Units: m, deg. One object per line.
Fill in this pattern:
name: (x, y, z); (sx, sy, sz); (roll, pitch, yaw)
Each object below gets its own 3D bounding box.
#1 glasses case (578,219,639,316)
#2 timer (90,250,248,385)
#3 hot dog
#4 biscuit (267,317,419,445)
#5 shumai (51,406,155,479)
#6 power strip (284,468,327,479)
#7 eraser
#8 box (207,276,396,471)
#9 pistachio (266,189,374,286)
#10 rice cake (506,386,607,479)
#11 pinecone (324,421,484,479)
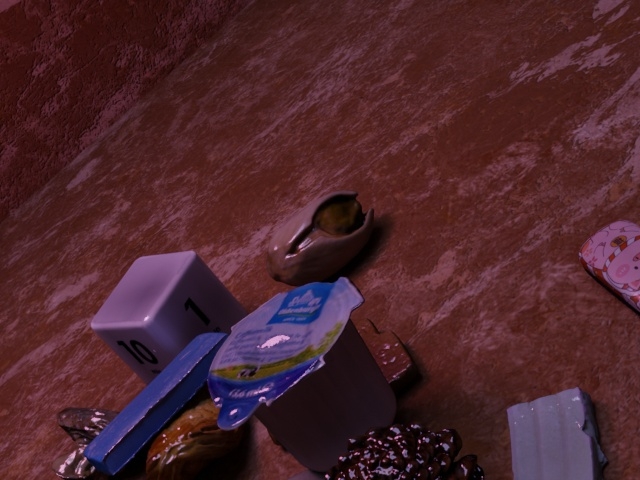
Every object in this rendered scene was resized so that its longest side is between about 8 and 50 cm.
glasses case: (0.467, 0.049, 1.517); (0.103, 0.067, 0.267); (-40, 28, 0)
timer: (-0.294, 0.156, 2.081); (0.192, 0.195, 0.194); (-6, 42, 43)
hot dog: (-0.216, 0.344, 1.808); (0.175, 0.114, 0.259); (-34, 15, 10)
biscuit: (0.036, 0.229, 1.765); (0.301, 0.043, 0.278); (-4, 44, 41)
shumai: (-0.406, 0.384, 1.958); (0.209, 0.161, 0.153); (5, 69, 22)
power strip: (0.013, 0.370, 1.581); (0.272, 0.052, 0.078); (-28, 30, 15)
eraser: (-0.279, 0.278, 1.847); (0.312, 0.043, 0.144); (-45, 15, -22)
box: (-0.013, 0.228, 1.555); (0.262, 0.206, 0.291); (-17, 31, 36)
pistachio: (0.000, 0.000, 2.042); (0.238, 0.138, 0.153); (-39, -6, -5)
rice cake: (0.305, 0.294, 1.371); (0.127, 0.043, 0.237); (-23, 33, 27)
pinecone: (0.107, 0.350, 1.355); (0.221, 0.221, 0.221); (-28, 30, 18)
